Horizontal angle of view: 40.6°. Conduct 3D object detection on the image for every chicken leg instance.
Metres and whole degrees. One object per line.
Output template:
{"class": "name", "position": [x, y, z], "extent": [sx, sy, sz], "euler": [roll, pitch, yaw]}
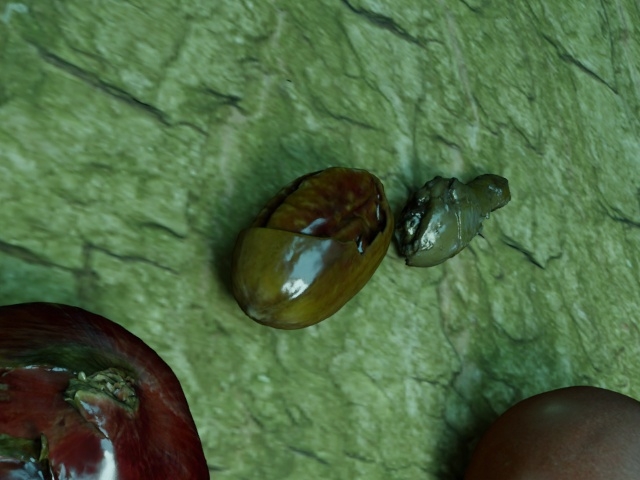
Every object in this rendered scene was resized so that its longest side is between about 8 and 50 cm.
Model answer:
{"class": "chicken leg", "position": [0.149, -0.034, 0.918], "extent": [0.198, 0.069, 0.084], "euler": [-26, 93, -46]}

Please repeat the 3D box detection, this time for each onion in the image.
{"class": "onion", "position": [-0.163, 0.145, 0.550], "extent": [0.248, 0.161, 0.248], "euler": [55, 22, -35]}

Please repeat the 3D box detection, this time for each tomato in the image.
{"class": "tomato", "position": [0.260, 0.263, 0.809], "extent": [0.256, 0.224, 0.255], "euler": [5, 81, -30]}

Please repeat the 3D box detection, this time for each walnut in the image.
{"class": "walnut", "position": [0.000, 0.000, 0.769], "extent": [0.207, 0.116, 0.115], "euler": [-40, 100, -38]}
